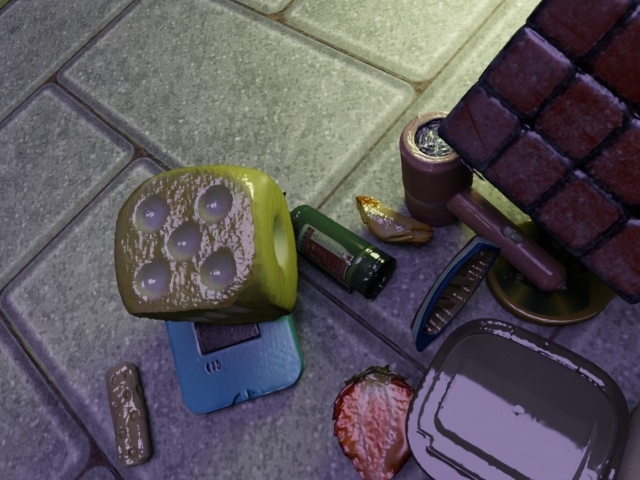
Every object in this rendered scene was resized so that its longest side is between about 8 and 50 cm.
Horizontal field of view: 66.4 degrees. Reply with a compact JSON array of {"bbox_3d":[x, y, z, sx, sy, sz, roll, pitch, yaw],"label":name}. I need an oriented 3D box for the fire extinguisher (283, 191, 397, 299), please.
[{"bbox_3d":[0.000,0.000,0.945,0.294,0.118,0.093,33,42,27],"label":"fire extinguisher"}]

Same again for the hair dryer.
[{"bbox_3d":[0.278,-0.050,0.824,0.125,0.210,0.352,-40,63,-7],"label":"hair dryer"}]

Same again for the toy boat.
[{"bbox_3d":[0.212,0.091,0.813,0.228,0.080,0.045,-63,38,27],"label":"toy boat"}]

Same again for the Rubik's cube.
[{"bbox_3d":[0.427,-0.184,0.658,0.344,0.337,0.343,47,125,9],"label":"Rubik's cube"}]

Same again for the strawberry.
[{"bbox_3d":[0.098,0.294,0.782,0.147,0.082,0.186,-4,70,20],"label":"strawberry"}]

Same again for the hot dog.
[{"bbox_3d":[0.131,-0.027,0.935,0.169,0.061,0.078,30,34,25],"label":"hot dog"}]

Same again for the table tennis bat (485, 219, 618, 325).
[{"bbox_3d":[0.444,0.059,0.820,0.321,0.050,0.198,9,66,24],"label":"table tennis bat"}]

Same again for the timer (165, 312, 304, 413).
[{"bbox_3d":[-0.162,0.180,0.930,0.232,0.091,0.249,-18,73,6],"label":"timer"}]

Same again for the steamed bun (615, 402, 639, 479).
[{"bbox_3d":[0.489,0.297,0.515,0.334,0.374,0.333,11,105,47],"label":"steamed bun"}]

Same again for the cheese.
[{"bbox_3d":[-0.360,0.323,0.919,0.065,0.043,0.193,-25,60,4],"label":"cheese"}]

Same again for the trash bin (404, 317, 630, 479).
[{"bbox_3d":[0.249,0.252,0.660,0.220,0.250,0.219,28,74,25],"label":"trash bin"}]

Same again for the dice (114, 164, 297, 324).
[{"bbox_3d":[-0.173,0.019,0.801,0.234,0.238,0.226,-7,76,9],"label":"dice"}]
